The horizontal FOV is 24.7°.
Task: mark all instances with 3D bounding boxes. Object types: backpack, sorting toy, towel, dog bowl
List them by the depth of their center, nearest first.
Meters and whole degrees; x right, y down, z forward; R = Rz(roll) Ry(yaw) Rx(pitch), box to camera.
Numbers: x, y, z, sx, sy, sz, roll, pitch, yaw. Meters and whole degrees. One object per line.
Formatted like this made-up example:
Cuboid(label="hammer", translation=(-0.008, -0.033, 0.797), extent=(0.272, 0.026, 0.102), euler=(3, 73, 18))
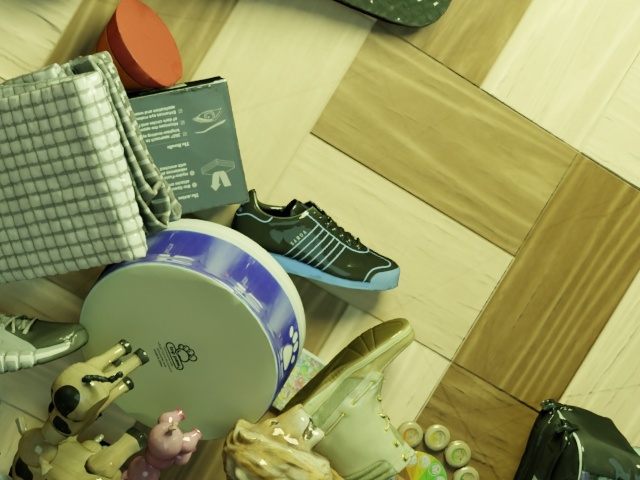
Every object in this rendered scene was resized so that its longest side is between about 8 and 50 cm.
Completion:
Cuboid(label="towel", translation=(-0.319, -0.085, 1.728), extent=(0.284, 0.121, 0.235), euler=(-11, 104, 32))
Cuboid(label="sorting toy", translation=(-0.322, -0.314, 1.770), extent=(0.126, 0.127, 0.365), euler=(-30, 103, 26))
Cuboid(label="dog bowl", translation=(-0.158, 0.112, 1.790), extent=(0.265, 0.104, 0.265), euler=(9, 123, 14))
Cuboid(label="backpack", translation=(0.339, 0.366, 1.939), extent=(0.191, 0.225, 0.253), euler=(22, 99, -9))

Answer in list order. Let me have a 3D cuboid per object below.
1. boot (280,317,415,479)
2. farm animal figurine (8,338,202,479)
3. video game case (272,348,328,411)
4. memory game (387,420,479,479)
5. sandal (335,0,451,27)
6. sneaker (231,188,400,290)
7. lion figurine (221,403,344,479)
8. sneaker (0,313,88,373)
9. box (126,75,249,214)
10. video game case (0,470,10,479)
Cuboid(label="boot", translation=(0.075, 0.219, 1.923), extent=(0.213, 0.077, 0.165), euler=(-41, 104, 3))
Cuboid(label="farm animal figurine", translation=(-0.275, 0.286, 1.745), extent=(0.172, 0.327, 0.330), euler=(-35, 111, -31))
Cuboid(label="video game case", translation=(-0.037, 0.186, 1.941), extent=(0.122, 0.011, 0.087), euler=(33, 92, -14))
Cuboid(label="memory game", translation=(0.129, 0.337, 1.999), extent=(0.186, 0.012, 0.186), euler=(-2, 101, -11))
Cuboid(label="sandal", translation=(-0.036, -0.384, 1.807), extent=(0.446, 0.107, 0.167), euler=(23, 93, -27))
Cuboid(label="sneaker", translation=(0.000, 0.000, 1.880), extent=(0.232, 0.081, 0.090), euler=(13, 104, -12))
Cuboid(label="lion figurine", translation=(-0.009, 0.347, 1.846), extent=(0.240, 0.392, 0.142), euler=(24, 65, 9))
Cuboid(label="sneaker", translation=(-0.400, 0.093, 1.748), extent=(0.229, 0.086, 0.132), euler=(-12, 95, 4))
Cuboid(label="box", translation=(-0.182, -0.113, 1.818), extent=(0.156, 0.093, 0.158), euler=(-12, 101, -8))
Cuboid(label="video game case", translation=(-0.431, 0.406, 1.897), extent=(0.173, 0.022, 0.190), euler=(-44, 104, -2))
